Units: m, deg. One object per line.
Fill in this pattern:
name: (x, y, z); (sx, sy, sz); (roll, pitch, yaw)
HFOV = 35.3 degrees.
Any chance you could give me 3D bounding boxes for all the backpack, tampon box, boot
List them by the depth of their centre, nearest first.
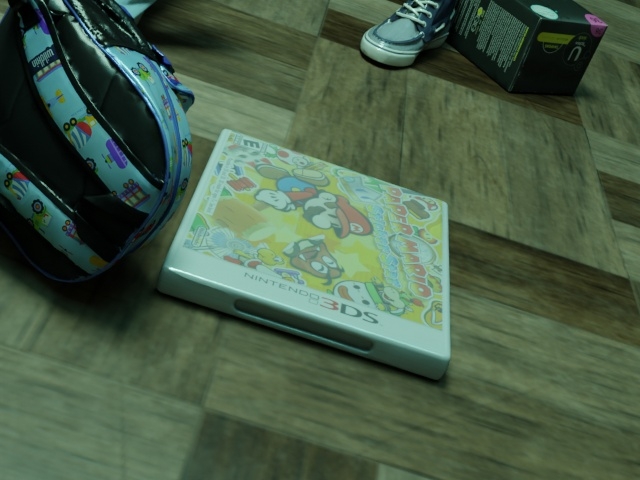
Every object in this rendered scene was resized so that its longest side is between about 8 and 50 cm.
backpack: (-0.154, -0.064, 0.667); (0.173, 0.158, 0.117); (48, 20, 17)
boot: (0.111, -0.270, 1.205); (0.069, 0.086, 0.190); (29, 32, 14)
tampon box: (0.252, -0.268, 1.269); (0.120, 0.101, 0.161); (-4, 39, -34)

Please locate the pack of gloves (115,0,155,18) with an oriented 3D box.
pack of gloves: (-0.198, -0.314, 0.995); (0.195, 0.232, 0.046); (58, -8, -1)

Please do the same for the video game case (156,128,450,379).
video game case: (0.000, 0.000, 0.773); (0.206, 0.026, 0.227); (18, 31, -4)

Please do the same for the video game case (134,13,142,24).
video game case: (-0.277, -0.415, 1.053); (0.329, 0.300, 0.036); (24, -10, 5)
